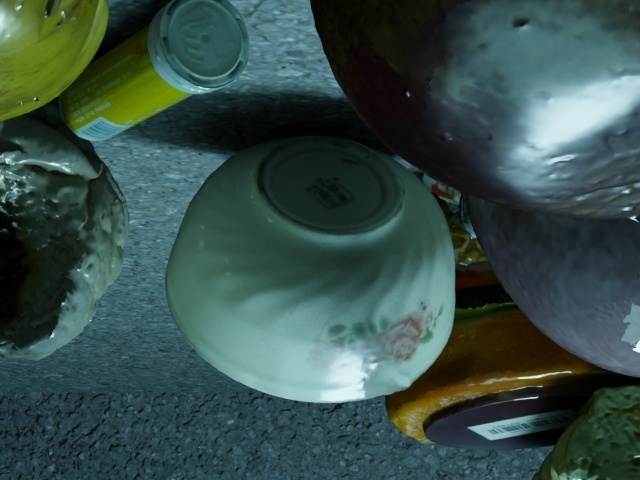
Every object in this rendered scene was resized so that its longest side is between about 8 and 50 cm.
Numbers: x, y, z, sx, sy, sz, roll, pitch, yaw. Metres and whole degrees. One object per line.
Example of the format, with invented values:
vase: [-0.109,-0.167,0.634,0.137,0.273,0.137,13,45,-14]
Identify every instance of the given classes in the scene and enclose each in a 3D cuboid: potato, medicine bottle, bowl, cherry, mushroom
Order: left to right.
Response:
potato: [-0.216,-0.149,0.957,0.173,0.140,0.300,-4,174,-9]
medicine bottle: [-0.136,-0.128,1.205,0.074,0.074,0.218,8,167,-29]
bowl: [0.000,0.000,1.420,0.277,0.277,0.145,3,132,-8]
cherry: [0.233,-0.040,1.167,0.307,0.261,0.221,32,-174,42]
mushroom: [0.173,-0.134,0.843,0.345,0.239,0.345,-24,172,-4]

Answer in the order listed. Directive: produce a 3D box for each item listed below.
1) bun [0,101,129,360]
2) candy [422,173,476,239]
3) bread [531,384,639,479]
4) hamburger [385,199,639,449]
bun: [-0.287,-0.037,1.324,0.281,0.205,0.281,38,174,5]
candy: [0.213,-0.044,1.470,0.292,0.086,0.059,1,-175,38]
bread: [0.294,0.241,1.590,0.152,0.130,0.268,-12,159,-7]
hamburger: [0.217,0.077,1.671,0.330,0.250,0.330,-4,159,-2]
